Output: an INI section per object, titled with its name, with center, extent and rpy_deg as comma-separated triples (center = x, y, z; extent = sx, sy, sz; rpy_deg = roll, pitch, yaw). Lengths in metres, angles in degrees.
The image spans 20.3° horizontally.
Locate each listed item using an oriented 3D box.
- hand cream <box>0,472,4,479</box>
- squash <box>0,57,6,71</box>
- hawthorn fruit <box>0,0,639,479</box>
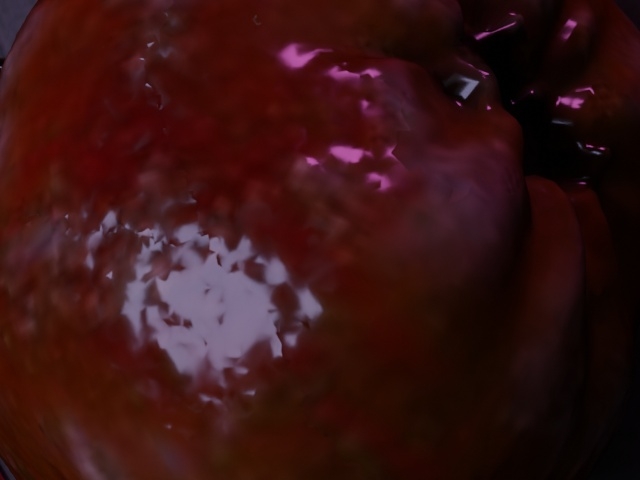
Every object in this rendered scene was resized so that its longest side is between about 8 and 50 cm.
[hand cream]
center = -0.282, 0.213, 1.024
extent = 0.230, 0.149, 0.230
rpy_deg = -1, 88, 49
[squash]
center = -0.113, 0.036, 0.852
extent = 0.237, 0.155, 0.204
rpy_deg = -46, 54, 32
[hawthorn fruit]
center = 0.000, 0.000, 0.647
extent = 0.284, 0.284, 0.284
rpy_deg = -6, 82, 47
